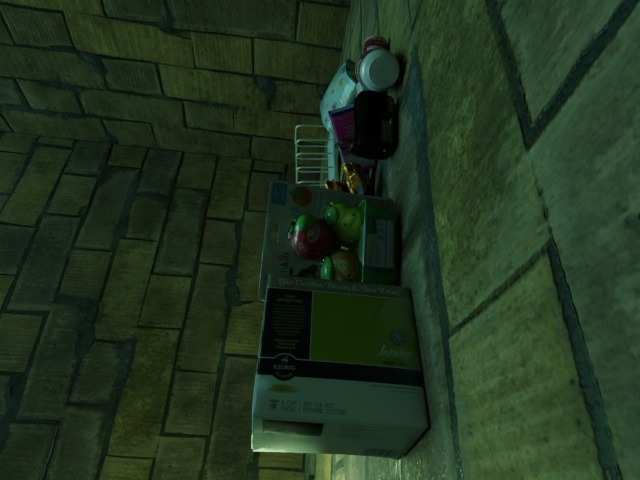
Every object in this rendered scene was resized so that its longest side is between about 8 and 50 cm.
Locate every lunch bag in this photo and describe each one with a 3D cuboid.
[{"bbox_3d":[0.103,-0.550,1.745,0.223,0.160,0.262,-54,19,34],"label":"lunch bag"}]

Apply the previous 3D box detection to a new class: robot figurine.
[{"bbox_3d":[0.100,-0.098,1.451,0.211,0.085,0.291,-39,53,40],"label":"robot figurine"}]

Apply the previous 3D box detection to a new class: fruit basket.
[{"bbox_3d":[0.030,0.011,1.158,0.165,0.352,0.327,145,133,-64],"label":"fruit basket"}]

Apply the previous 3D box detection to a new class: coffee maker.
[{"bbox_3d":[0.139,-0.346,1.321,0.120,0.171,0.179,-27,56,52],"label":"coffee maker"}]

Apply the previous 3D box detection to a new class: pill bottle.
[{"bbox_3d":[0.176,-0.522,1.374,0.216,0.121,0.121,-96,13,-68],"label":"pill bottle"},{"bbox_3d":[0.189,-0.627,1.553,0.086,0.085,0.152,107,167,-67],"label":"pill bottle"}]

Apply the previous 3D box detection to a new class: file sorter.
[{"bbox_3d":[-0.021,-0.332,1.918,0.193,0.172,0.278,104,165,-72],"label":"file sorter"}]

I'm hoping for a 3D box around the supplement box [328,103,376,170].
[{"bbox_3d":[0.111,-0.355,1.567,0.111,0.113,0.220,-99,-7,-69],"label":"supplement box"}]

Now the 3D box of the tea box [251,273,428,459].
[{"bbox_3d":[0.028,0.273,0.981,0.220,0.328,0.324,101,174,-49],"label":"tea box"}]

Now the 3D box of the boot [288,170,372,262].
[{"bbox_3d":[0.029,-0.080,1.626,0.138,0.283,0.378,-103,20,-75],"label":"boot"}]

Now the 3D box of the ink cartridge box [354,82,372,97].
[{"bbox_3d":[0.168,-0.474,1.541,0.099,0.056,0.136,139,114,-82],"label":"ink cartridge box"}]

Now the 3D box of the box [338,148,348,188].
[{"bbox_3d":[0.122,-0.271,1.879,0.395,0.097,0.319,-107,25,-81],"label":"box"}]

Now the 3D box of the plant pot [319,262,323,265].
[{"bbox_3d":[0.016,0.097,1.963,0.236,0.235,0.212,-88,-1,-51],"label":"plant pot"}]
